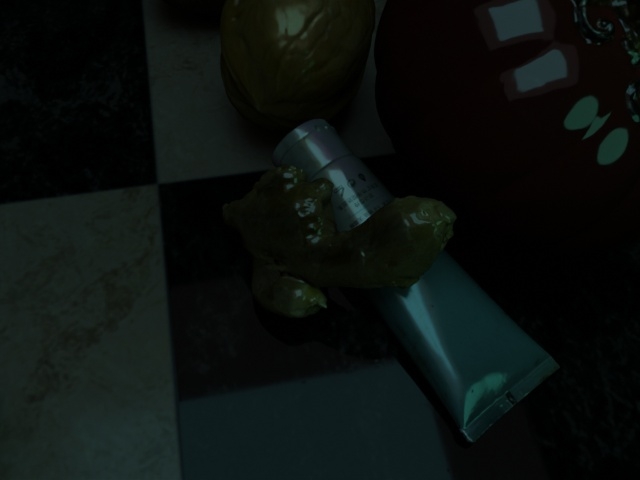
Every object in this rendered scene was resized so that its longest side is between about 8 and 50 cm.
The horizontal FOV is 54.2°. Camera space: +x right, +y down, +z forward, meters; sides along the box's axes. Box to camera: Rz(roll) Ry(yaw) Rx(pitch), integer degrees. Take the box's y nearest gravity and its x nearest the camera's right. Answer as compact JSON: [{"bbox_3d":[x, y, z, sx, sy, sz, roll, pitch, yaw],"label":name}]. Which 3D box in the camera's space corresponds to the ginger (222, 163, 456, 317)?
[{"bbox_3d":[0.004,-0.010,0.526,0.214,0.059,0.133,-20,78,31],"label":"ginger"}]

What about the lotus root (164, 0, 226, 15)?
[{"bbox_3d":[-0.053,-0.352,0.731,0.322,0.140,0.158,-8,60,-11],"label":"lotus root"}]

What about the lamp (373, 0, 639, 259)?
[{"bbox_3d":[0.187,-0.134,0.539,0.303,0.257,0.303,15,65,-34],"label":"lamp"}]

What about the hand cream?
[{"bbox_3d":[0.074,0.022,0.572,0.111,0.070,0.312,-30,73,-21],"label":"hand cream"}]

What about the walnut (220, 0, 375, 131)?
[{"bbox_3d":[-0.023,-0.202,0.631,0.159,0.159,0.207,16,61,6],"label":"walnut"}]
